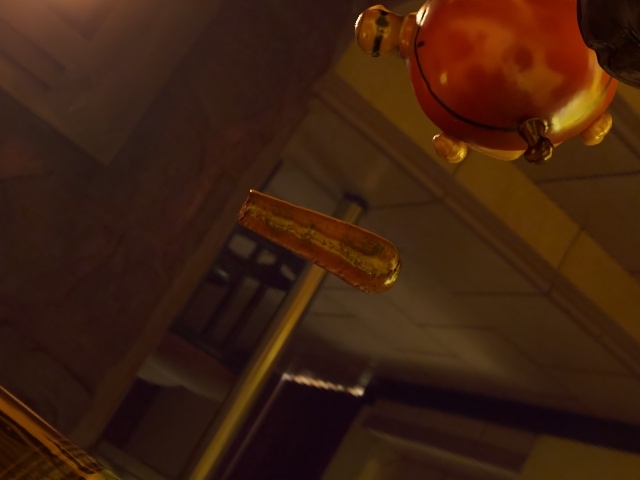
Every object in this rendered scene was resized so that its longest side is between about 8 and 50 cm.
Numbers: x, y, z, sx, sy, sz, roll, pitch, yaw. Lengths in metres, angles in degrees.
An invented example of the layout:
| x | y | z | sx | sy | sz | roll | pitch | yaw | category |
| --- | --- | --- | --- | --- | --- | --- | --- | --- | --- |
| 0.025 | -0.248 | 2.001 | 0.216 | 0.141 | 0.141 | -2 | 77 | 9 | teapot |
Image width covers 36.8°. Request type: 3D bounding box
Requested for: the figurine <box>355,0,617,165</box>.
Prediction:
| x | y | z | sx | sy | sz | roll | pitch | yaw | category |
| --- | --- | --- | --- | --- | --- | --- | --- | --- | --- |
| 0.198 | -0.227 | 1.024 | 0.320 | 0.323 | 0.196 | -8 | 175 | 3 | figurine |

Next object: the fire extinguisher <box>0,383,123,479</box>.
| x | y | z | sx | sy | sz | roll | pitch | yaw | category |
| --- | --- | --- | --- | --- | --- | --- | --- | --- | --- |
| -0.056 | 0.154 | 0.302 | 0.341 | 0.141 | 0.105 | 35 | 123 | 11 | fire extinguisher |

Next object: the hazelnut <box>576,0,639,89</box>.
| x | y | z | sx | sy | sz | roll | pitch | yaw | category |
| --- | --- | --- | --- | --- | --- | --- | --- | --- | --- |
| 0.226 | -0.152 | 0.451 | 0.229 | 0.229 | 0.229 | 29 | 163 | 10 | hazelnut |

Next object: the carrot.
| x | y | z | sx | sy | sz | roll | pitch | yaw | category |
| --- | --- | --- | --- | --- | --- | --- | --- | --- | --- |
| 0.000 | 0.000 | 0.902 | 0.161 | 0.055 | 0.055 | 25 | 164 | -11 | carrot |
